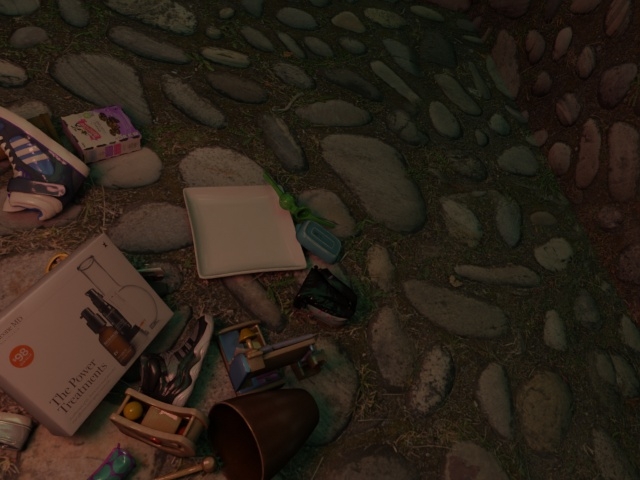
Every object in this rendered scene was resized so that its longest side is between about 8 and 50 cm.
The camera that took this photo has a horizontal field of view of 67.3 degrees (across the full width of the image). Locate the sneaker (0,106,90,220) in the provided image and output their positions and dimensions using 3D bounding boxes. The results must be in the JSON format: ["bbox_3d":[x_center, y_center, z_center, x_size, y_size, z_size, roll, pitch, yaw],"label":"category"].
[{"bbox_3d":[-0.853,-0.202,1.353,0.323,0.130,0.236,37,73,-17],"label":"sneaker"}]

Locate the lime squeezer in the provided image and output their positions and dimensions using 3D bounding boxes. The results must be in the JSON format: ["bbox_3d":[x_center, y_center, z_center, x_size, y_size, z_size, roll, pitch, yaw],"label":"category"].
[{"bbox_3d":[-0.083,-0.115,1.642,0.310,0.058,0.110,36,7,-9],"label":"lime squeezer"}]

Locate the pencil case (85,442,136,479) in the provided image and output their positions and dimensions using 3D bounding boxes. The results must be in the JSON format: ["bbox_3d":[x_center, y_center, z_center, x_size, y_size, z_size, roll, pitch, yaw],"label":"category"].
[{"bbox_3d":[-0.485,0.530,1.058,0.152,0.065,0.070,-42,103,-38],"label":"pencil case"}]

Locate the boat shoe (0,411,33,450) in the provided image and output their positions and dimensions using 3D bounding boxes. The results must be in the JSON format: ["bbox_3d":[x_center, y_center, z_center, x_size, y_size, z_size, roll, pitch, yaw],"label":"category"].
[{"bbox_3d":[-0.752,0.411,1.032,0.228,0.079,0.081,12,48,-17],"label":"boat shoe"}]

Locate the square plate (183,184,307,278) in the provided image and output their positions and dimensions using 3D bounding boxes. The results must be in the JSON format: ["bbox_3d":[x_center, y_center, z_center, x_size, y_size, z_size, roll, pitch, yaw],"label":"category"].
[{"bbox_3d":[-0.250,-0.033,1.564,0.344,0.049,0.347,-5,58,-23],"label":"square plate"}]

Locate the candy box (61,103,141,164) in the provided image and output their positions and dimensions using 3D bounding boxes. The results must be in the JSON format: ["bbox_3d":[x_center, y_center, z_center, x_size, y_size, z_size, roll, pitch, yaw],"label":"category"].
[{"bbox_3d":[-0.725,-0.355,1.599,0.196,0.070,0.164,-27,69,-34],"label":"candy box"}]

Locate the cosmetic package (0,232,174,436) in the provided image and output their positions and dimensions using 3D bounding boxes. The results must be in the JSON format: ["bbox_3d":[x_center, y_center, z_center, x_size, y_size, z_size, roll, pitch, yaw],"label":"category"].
[{"bbox_3d":[-0.560,0.207,1.122,0.284,0.098,0.377,55,40,-22],"label":"cosmetic package"}]

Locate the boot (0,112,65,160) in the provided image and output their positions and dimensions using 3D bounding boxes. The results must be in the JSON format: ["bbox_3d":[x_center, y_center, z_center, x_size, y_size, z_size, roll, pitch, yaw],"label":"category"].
[{"bbox_3d":[-0.929,-0.264,1.454,0.270,0.089,0.236,-24,68,-28],"label":"boot"}]

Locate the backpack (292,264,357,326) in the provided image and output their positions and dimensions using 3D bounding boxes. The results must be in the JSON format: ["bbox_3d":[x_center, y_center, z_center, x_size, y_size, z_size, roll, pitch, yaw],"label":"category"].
[{"bbox_3d":[0.022,0.182,1.471,0.182,0.115,0.151,28,62,-1],"label":"backpack"}]

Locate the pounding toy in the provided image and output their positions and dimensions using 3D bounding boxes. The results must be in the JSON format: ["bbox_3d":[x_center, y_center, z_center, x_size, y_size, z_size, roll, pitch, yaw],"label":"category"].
[{"bbox_3d":[-0.357,0.461,1.099,0.270,0.154,0.154,25,51,-2],"label":"pounding toy"}]

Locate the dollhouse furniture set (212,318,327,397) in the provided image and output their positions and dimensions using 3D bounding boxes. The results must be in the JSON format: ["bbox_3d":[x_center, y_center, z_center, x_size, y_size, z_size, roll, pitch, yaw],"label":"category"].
[{"bbox_3d":[-0.119,0.250,1.247,0.287,0.303,0.198,-13,63,-28],"label":"dollhouse furniture set"}]

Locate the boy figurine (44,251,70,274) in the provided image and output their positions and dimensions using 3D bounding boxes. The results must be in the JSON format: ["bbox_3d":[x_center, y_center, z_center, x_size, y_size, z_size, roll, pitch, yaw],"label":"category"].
[{"bbox_3d":[-0.634,0.167,1.195,0.177,0.092,0.284,6,75,-25],"label":"boy figurine"}]

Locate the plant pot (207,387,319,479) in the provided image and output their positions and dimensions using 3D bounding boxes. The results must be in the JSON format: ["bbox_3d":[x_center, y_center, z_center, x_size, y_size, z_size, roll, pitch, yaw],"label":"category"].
[{"bbox_3d":[-0.121,0.456,1.181,0.231,0.215,0.215,-13,61,-44],"label":"plant pot"}]

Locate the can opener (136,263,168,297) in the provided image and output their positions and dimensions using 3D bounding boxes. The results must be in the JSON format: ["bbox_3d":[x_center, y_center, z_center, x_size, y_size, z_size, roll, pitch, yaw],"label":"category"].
[{"bbox_3d":[-0.565,0.116,1.319,0.281,0.074,0.093,-2,58,-22],"label":"can opener"}]

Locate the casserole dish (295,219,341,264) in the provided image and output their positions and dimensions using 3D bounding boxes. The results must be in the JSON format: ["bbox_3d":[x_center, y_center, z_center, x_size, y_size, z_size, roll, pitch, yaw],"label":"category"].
[{"bbox_3d":[0.000,0.000,1.614,0.188,0.037,0.114,37,40,-10],"label":"casserole dish"}]

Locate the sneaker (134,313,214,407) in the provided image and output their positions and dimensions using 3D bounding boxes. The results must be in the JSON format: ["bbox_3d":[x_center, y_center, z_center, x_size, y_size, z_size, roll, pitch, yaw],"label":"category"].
[{"bbox_3d":[-0.378,0.294,1.243,0.153,0.101,0.268,21,54,-9],"label":"sneaker"}]
